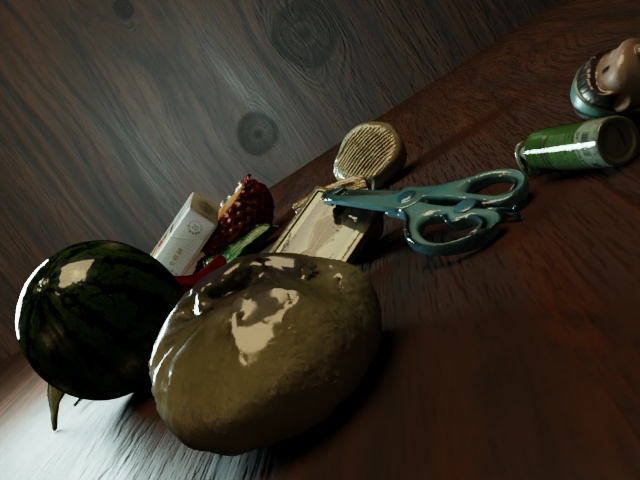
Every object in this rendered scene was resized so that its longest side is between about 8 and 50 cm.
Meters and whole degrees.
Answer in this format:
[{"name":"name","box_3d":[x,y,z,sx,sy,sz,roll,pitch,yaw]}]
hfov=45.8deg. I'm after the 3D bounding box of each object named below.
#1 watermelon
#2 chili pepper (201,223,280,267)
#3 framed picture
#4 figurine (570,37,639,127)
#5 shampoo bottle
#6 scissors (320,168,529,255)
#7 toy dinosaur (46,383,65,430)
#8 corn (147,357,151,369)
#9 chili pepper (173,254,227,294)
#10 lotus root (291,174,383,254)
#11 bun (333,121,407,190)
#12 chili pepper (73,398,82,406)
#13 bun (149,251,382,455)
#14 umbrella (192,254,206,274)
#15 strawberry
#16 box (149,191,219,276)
[{"name":"watermelon","box_3d":[-0.386,0.140,1.342,0.285,0.285,0.285,-33,10,6]},{"name":"chili pepper","box_3d":[-0.205,0.020,1.983,0.224,0.061,0.098,-32,21,-9]},{"name":"framed picture","box_3d":[0.000,0.000,1.200,0.150,0.015,0.203,15,60,38]},{"name":"figurine","box_3d":[0.429,-0.210,0.935,0.246,0.110,0.138,-14,20,50]},{"name":"shampoo bottle","box_3d":[0.313,-0.116,0.965,0.065,0.065,0.204,-36,11,-12]},{"name":"scissors","box_3d":[0.126,-0.048,1.078,0.180,0.032,0.393,-38,27,-27]},{"name":"toy dinosaur","box_3d":[-0.410,0.231,1.509,0.207,0.112,0.327,10,54,20]},{"name":"corn","box_3d":[-0.193,0.159,1.256,0.203,0.072,0.072,-37,10,-13]},{"name":"chili pepper","box_3d":[-0.319,0.100,1.710,0.092,0.137,0.368,-50,-22,21]},{"name":"lotus root","box_3d":[0.044,-0.027,1.276,0.135,0.095,0.159,-31,47,6]},{"name":"bun","box_3d":[0.117,-0.181,1.741,0.173,0.166,0.113,-24,-31,14]},{"name":"chili pepper","box_3d":[-0.416,0.240,1.600,0.279,0.065,0.122,-43,32,-18]},{"name":"bun","box_3d":[-0.066,0.110,0.813,0.273,0.168,0.273,-26,16,8]},{"name":"umbrella","box_3d":[-0.324,0.068,2.150,0.053,0.052,0.250,-32,9,11]},{"name":"strawberry","box_3d":[-0.222,-0.048,2.148,0.253,0.150,0.280,-51,15,4]},{"name":"box","box_3d":[-0.401,0.042,2.047,0.330,0.095,0.210,-53,14,9]}]
